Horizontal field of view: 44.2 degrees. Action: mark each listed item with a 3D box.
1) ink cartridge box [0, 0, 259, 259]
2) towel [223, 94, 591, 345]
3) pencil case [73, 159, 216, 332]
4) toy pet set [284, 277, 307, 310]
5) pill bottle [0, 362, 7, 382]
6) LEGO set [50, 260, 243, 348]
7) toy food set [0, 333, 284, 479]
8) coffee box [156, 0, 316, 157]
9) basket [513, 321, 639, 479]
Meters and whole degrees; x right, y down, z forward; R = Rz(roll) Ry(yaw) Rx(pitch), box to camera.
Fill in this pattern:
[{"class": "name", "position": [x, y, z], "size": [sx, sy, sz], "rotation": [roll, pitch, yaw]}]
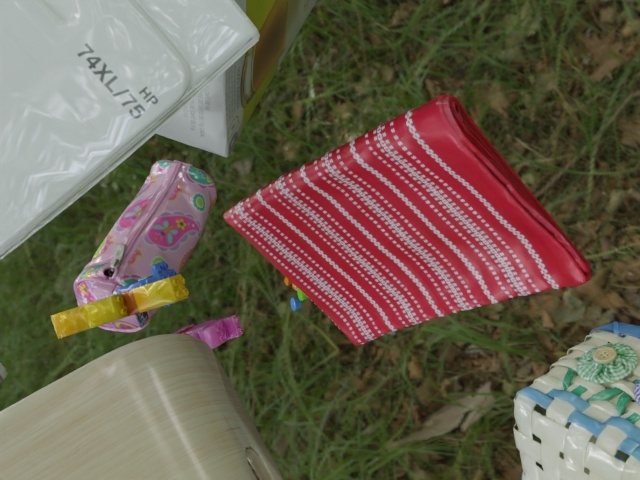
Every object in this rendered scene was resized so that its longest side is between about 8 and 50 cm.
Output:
[{"class": "ink cartridge box", "position": [-0.185, -0.147, 0.512], "size": [0.197, 0.198, 0.270], "rotation": [-40, 17, 1]}, {"class": "towel", "position": [0.063, 0.001, 0.667], "size": [0.274, 0.199, 0.031], "rotation": [-23, 30, 44]}, {"class": "pencil case", "position": [-0.254, 0.003, 1.167], "size": [0.124, 0.124, 0.284], "rotation": [-23, 30, 39]}, {"class": "toy pet set", "position": [0.000, 0.000, 0.861], "size": [0.122, 0.065, 0.114], "rotation": [125, 133, -59]}, {"class": "pill bottle", "position": [-0.358, 0.151, 0.735], "size": [0.067, 0.067, 0.120], "rotation": [5, 50, 45]}, {"class": "LEGO set", "position": [-0.132, 0.066, 0.634], "size": [0.093, 0.227, 0.087], "rotation": [-18, 94, 20]}, {"class": "toy food set", "position": [-0.144, 0.211, 0.389], "size": [0.306, 0.092, 0.220], "rotation": [-29, 68, -8]}, {"class": "coffee box", "position": [-0.187, -0.360, 0.837], "size": [0.338, 0.338, 0.334], "rotation": [100, -168, -54]}, {"class": "basket", "position": [0.360, 0.188, 0.772], "size": [0.254, 0.288, 0.201], "rotation": [25, 125, 59]}]
